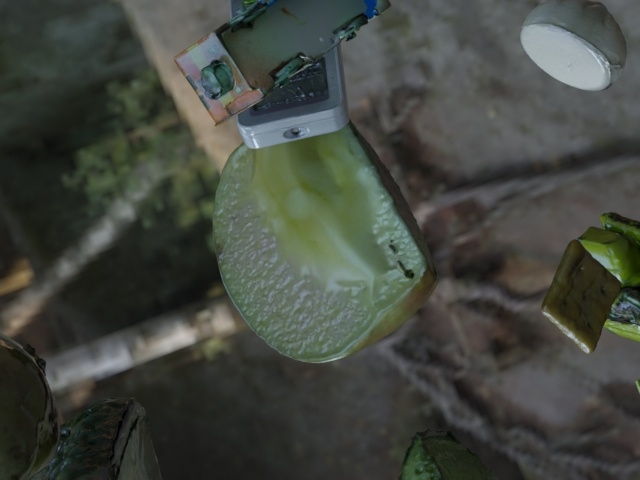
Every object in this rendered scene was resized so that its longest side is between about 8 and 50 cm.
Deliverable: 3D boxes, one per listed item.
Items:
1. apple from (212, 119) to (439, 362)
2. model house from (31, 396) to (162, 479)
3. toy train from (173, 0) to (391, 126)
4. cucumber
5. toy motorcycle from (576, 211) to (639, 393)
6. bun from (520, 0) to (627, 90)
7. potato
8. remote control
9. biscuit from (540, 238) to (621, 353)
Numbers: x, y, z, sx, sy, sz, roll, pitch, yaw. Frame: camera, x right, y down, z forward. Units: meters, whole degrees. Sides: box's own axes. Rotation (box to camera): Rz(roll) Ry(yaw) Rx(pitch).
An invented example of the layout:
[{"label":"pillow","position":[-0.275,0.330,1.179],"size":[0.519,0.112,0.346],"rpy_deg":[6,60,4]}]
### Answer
[{"label":"apple","position":[0.000,0.000,1.844],"size":[0.120,0.193,0.265],"rpy_deg":[28,-152,-57]},{"label":"model house","position":[-0.279,0.315,1.715],"size":[0.298,0.284,0.243],"rpy_deg":[-83,-20,-60]},{"label":"toy train","position":[-0.035,-0.163,1.548],"size":[0.099,0.188,0.072],"rpy_deg":[-18,107,55]},{"label":"cucumber","position":[0.095,0.183,1.537],"size":[0.070,0.046,0.220],"rpy_deg":[53,-171,12]},{"label":"toy motorcycle","position":[0.377,0.087,2.026],"size":[0.342,0.206,0.142],"rpy_deg":[36,148,56]},{"label":"bun","position":[0.323,-0.257,2.431],"size":[0.138,0.094,0.138],"rpy_deg":[28,160,11]},{"label":"potato","position":[-0.267,0.129,1.262],"size":[0.262,0.165,0.165],"rpy_deg":[-19,92,56]},{"label":"remote control","position":[-0.032,-0.183,1.825],"size":[0.250,0.103,0.034],"rpy_deg":[-95,-10,-45]},{"label":"biscuit","position":[0.246,0.053,1.839],"size":[0.018,0.083,0.081],"rpy_deg":[-1,145,49]}]
